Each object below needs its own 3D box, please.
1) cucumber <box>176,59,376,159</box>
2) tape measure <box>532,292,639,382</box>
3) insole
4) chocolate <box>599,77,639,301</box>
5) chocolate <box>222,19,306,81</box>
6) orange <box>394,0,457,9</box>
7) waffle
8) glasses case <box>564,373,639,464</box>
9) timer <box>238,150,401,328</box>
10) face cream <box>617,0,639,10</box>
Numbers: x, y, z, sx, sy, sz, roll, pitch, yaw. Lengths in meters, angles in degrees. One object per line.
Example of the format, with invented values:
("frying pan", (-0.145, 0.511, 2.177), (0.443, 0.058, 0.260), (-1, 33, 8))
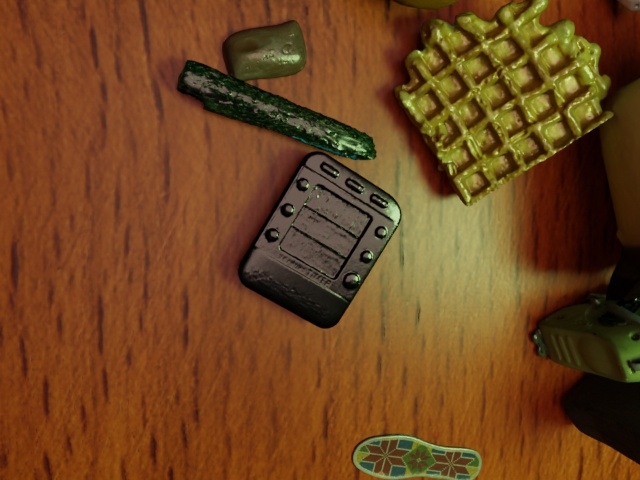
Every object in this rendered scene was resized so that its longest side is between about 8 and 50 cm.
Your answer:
("cucumber", (-0.044, -0.146, 0.724), (0.256, 0.044, 0.043), (19, 137, -15))
("tape measure", (0.399, 0.119, 0.798), (0.154, 0.177, 0.088), (-27, 105, -20))
("insole", (0.137, 0.304, 0.842), (0.193, 0.006, 0.065), (12, 94, -13))
("chocolate", (0.489, -0.115, 0.735), (0.314, 0.326, 0.297), (-13, 76, -33))
("chocolate", (-0.065, -0.226, 0.719), (0.100, 0.031, 0.065), (-11, 95, -9))
("orange", (0.120, -0.344, 0.690), (0.158, 0.136, 0.159), (-5, 111, -15))
("waffle", (0.212, -0.191, 0.735), (0.229, 0.057, 0.219), (-34, 95, 17))
("glasses case", (0.444, 0.227, 0.737), (0.131, 0.323, 0.074), (-33, 101, -10))
("timer", (0.000, 0.000, 0.752), (0.144, 0.055, 0.187), (31, 94, -12))
("face cream", (0.386, -0.430, 0.673), (0.102, 0.102, 0.345), (-29, 144, -7))
